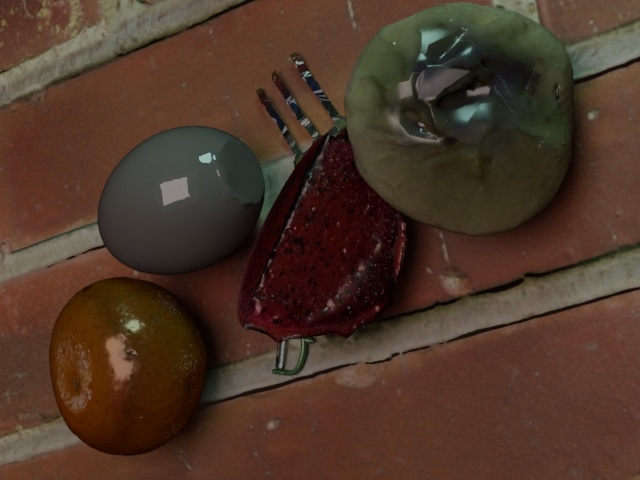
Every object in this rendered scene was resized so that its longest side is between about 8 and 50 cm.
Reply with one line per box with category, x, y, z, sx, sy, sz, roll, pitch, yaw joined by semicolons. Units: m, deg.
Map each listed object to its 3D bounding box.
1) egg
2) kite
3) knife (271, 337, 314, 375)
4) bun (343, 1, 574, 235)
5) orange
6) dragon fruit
egg;-0.178;-0.045;1.968;0.232;0.176;0.176;-29;71;29
kite;0.003;-0.118;1.962;0.141;0.015;0.245;-40;68;19
knife;-0.026;0.063;1.954;0.054;0.015;0.212;7;92;31
bun;0.153;-0.140;1.763;0.272;0.168;0.273;-1;84;7
orange;-0.240;0.158;1.992;0.224;0.170;0.224;8;100;50
dragon fruit;0.000;0.000;1.875;0.189;0.163;0.262;19;84;49
